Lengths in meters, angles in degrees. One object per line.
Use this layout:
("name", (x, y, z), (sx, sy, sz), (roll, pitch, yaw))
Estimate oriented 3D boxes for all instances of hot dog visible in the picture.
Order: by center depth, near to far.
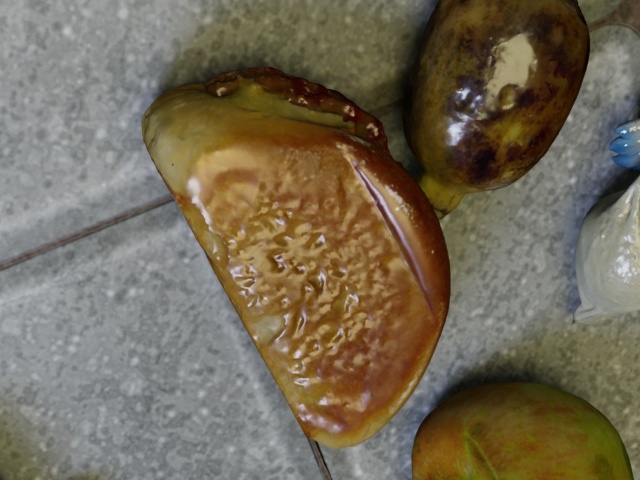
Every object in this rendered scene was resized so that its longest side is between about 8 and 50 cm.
("hot dog", (-0.001, 0.000, 1.291), (0.223, 0.185, 0.405), (-28, 115, -2))

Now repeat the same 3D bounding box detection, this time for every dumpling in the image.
("dumpling", (0.363, 0.003, 1.432), (0.166, 0.126, 0.216), (-15, 111, -27))

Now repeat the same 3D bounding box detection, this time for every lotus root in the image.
("lotus root", (0.175, -0.156, 1.305), (0.169, 0.141, 0.314), (16, 106, -16))

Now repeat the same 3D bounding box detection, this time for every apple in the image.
("apple", (0.233, 0.280, 1.465), (0.226, 0.246, 0.246), (-4, 112, -34))

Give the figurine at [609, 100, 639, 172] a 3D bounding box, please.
("figurine", (0.370, -0.112, 1.420), (0.114, 0.079, 0.114), (-29, 150, -18))
